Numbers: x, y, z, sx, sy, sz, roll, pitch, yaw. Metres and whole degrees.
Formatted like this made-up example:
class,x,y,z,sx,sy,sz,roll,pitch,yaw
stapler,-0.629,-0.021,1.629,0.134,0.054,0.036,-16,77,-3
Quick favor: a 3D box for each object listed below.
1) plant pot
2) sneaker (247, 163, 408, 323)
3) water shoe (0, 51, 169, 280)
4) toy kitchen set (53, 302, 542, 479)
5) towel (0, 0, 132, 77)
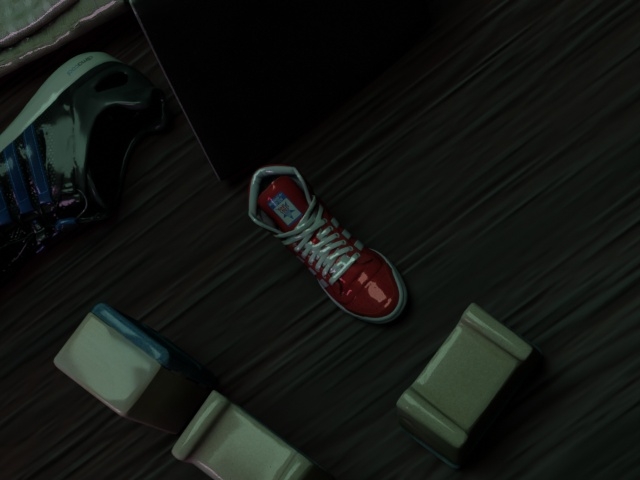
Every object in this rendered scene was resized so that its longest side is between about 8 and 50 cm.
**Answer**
class,x,y,z,sx,sy,sz,roll,pitch,yaw
plant pot,-0.038,-0.183,0.918,0.167,0.187,0.188,-24,58,-1
sneaker,0.000,0.000,0.872,0.042,0.067,0.118,-46,56,1
water shoe,-0.180,-0.033,0.971,0.080,0.073,0.203,30,83,30
toy kitchen set,-0.007,0.070,0.837,0.207,0.122,0.166,36,85,13
towel,-0.293,-0.245,1.114,0.324,0.056,0.312,-22,62,20
